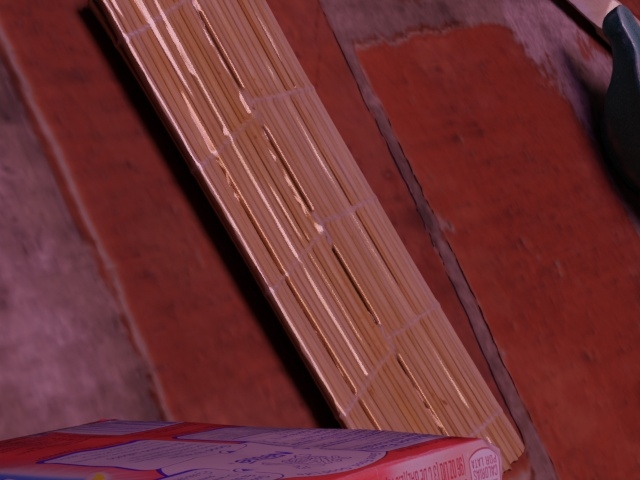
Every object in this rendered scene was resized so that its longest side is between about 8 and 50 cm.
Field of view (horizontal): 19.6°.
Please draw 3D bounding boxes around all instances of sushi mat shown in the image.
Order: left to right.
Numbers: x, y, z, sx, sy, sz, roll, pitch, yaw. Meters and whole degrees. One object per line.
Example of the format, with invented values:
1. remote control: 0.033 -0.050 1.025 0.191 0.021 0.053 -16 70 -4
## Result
1. sushi mat: 0.000 0.000 0.906 0.317 0.019 0.151 60 29 -4

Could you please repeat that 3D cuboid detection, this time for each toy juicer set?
1. toy juicer set: 0.272 -0.078 1.352 0.209 0.089 0.329 8 59 -56

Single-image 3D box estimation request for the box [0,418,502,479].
1. box: -0.079 0.133 0.480 0.300 0.154 0.142 -4 92 -61
